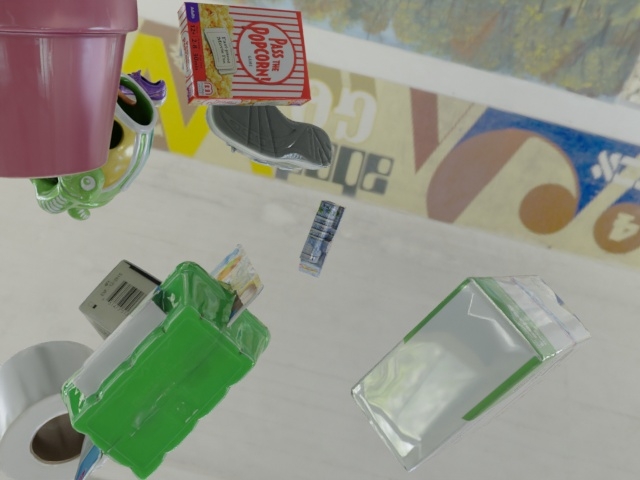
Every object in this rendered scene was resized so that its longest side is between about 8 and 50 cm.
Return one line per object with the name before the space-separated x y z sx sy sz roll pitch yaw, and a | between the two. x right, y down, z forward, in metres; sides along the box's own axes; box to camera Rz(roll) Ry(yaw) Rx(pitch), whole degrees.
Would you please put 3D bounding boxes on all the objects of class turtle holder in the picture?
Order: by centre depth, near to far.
turtle holder | -0.433 -0.186 1.164 0.243 0.227 0.320 57 -161 -7

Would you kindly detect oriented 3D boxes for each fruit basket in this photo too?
fruit basket | -0.213 0.138 0.861 0.165 0.327 0.353 44 178 -20

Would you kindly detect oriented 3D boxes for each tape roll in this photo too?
tape roll | -0.539 0.350 1.309 0.246 0.246 0.169 -7 -148 -34

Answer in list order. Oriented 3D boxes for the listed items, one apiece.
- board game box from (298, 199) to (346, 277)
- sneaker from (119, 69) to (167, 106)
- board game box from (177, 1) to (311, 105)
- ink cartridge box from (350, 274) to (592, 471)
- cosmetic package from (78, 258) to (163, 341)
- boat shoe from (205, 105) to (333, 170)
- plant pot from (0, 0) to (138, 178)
board game box | 0.000 0.000 1.577 0.060 0.194 0.194 21 -175 3
sneaker | -0.424 -0.346 1.415 0.170 0.071 0.068 4 -150 -23
board game box | -0.116 -0.286 1.001 0.193 0.146 0.045 -7 178 -28
ink cartridge box | 0.197 0.149 0.790 0.117 0.201 0.278 52 -157 24
cosmetic package | -0.336 0.186 1.272 0.153 0.296 0.129 28 -117 17
boat shoe | -0.105 -0.197 1.251 0.103 0.118 0.320 -14 167 37
plant pot | -0.271 -0.159 0.596 0.201 0.180 0.201 3 -161 -1
